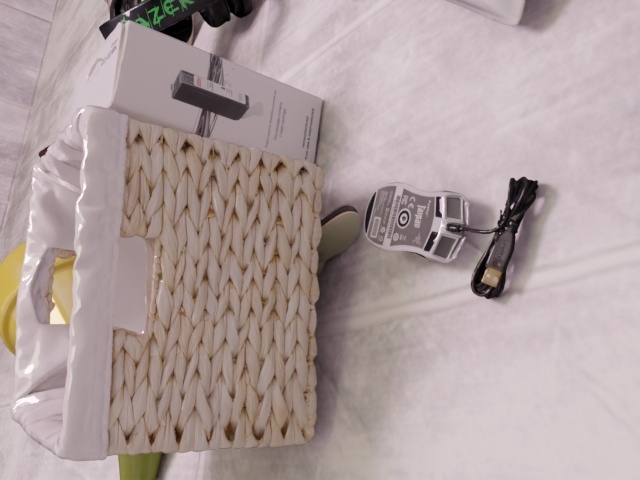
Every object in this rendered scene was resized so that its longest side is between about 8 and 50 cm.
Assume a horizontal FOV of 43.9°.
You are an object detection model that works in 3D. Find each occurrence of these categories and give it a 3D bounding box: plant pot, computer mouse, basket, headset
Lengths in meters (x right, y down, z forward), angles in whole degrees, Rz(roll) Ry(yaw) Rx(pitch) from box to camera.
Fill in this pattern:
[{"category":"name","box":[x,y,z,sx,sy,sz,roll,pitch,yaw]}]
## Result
[{"category":"plant pot","box":[-0.378,0.144,1.280,0.254,0.254,0.239,-58,47,24]},{"category":"computer mouse","box":[0.112,-0.015,0.723,0.193,0.042,0.106,17,94,55]},{"category":"basket","box":[-0.180,0.057,0.887,0.331,0.266,0.328,-10,76,62]},{"category":"headset","box":[-0.242,-0.423,1.326,0.243,0.185,0.394,-23,17,11]},{"category":"plant pot","box":[-0.261,0.313,1.150,0.083,0.083,0.079,12,99,60]}]

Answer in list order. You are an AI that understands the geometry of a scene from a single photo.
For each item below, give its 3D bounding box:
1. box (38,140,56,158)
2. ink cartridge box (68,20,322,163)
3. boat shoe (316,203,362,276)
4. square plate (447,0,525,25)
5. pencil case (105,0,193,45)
[{"category":"box","box":[-0.357,-0.132,1.384,0.168,0.167,0.203,-40,21,-22]},{"category":"ink cartridge box","box":[-0.166,-0.150,1.023,0.197,0.273,0.114,-20,58,55]},{"category":"boat shoe","box":[0.000,0.000,0.897,0.137,0.049,0.043,-51,34,41]},{"category":"square plate","box":[0.119,-0.411,0.774,0.347,0.049,0.344,-128,38,-60]},{"category":"pencil case","box":[-0.380,-0.502,1.681,0.410,0.160,0.183,-121,44,-53]}]
